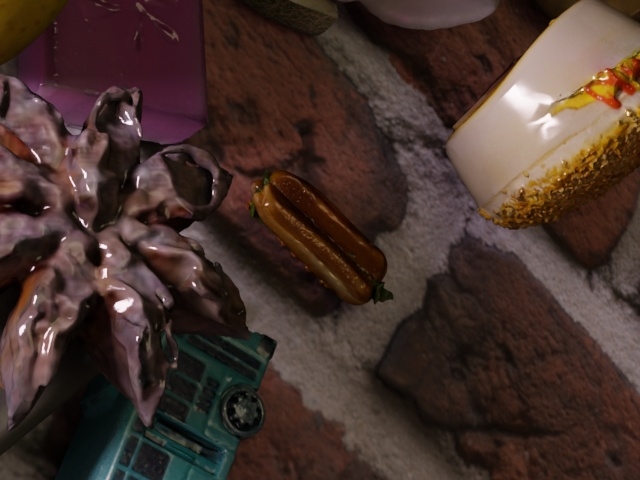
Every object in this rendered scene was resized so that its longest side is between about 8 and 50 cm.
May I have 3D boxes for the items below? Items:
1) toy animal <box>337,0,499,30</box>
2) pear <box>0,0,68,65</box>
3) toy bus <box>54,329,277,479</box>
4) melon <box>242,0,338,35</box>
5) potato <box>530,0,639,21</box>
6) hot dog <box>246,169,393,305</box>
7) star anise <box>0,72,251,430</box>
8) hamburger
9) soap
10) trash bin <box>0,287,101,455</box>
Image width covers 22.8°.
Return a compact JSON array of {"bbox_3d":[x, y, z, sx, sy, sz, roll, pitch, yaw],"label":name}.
[{"bbox_3d":[0.088,-0.392,1.767,0.272,0.205,0.265,57,22,-64],"label":"toy animal"},{"bbox_3d":[-0.340,-0.338,1.320,0.362,0.362,0.419,10,82,-35],"label":"pear"},{"bbox_3d":[-0.148,0.181,1.416,0.147,0.128,0.256,32,58,-22],"label":"toy bus"},{"bbox_3d":[-0.064,-0.289,1.715,0.182,0.054,0.098,14,59,-34],"label":"melon"},{"bbox_3d":[0.370,-0.368,2.023,0.296,0.141,0.192,-12,83,-42],"label":"potato"},{"bbox_3d":[0.000,0.000,1.647,0.188,0.055,0.072,45,55,-16],"label":"hot dog"},{"bbox_3d":[-0.194,-0.005,1.246,0.331,0.117,0.332,14,55,-21],"label":"star anise"},{"bbox_3d":[0.279,-0.130,1.765,0.179,0.294,0.276,48,37,7],"label":"hamburger"},{"bbox_3d":[-0.205,-0.236,1.564,0.181,0.081,0.259,11,66,-34],"label":"soap"},{"bbox_3d":[-0.286,0.115,1.311,0.122,0.164,0.240,53,51,-8],"label":"trash bin"}]
